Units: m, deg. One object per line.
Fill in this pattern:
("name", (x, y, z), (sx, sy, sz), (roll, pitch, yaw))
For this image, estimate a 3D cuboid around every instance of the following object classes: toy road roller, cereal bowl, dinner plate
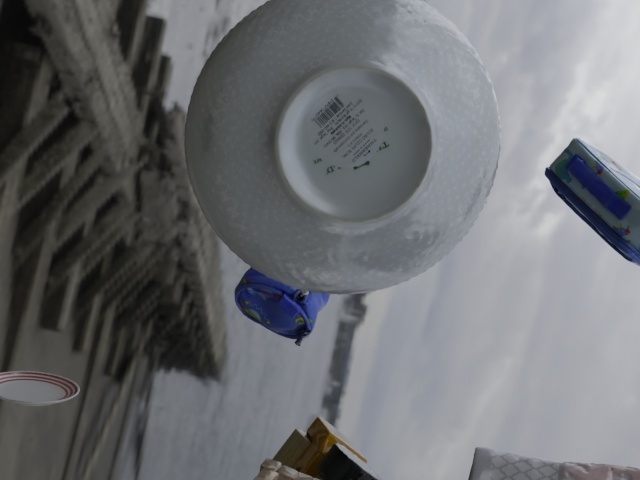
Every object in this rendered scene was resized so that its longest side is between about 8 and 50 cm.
("toy road roller", (0.035, 0.449, 1.847), (0.202, 0.240, 0.329), (-52, -167, -3))
("cereal bowl", (0.028, -0.101, 1.188), (0.141, 0.339, 0.339), (-118, -140, -80))
("dinner plate", (-0.429, 0.221, 1.704), (0.141, 0.141, 0.017), (-70, 169, -79))

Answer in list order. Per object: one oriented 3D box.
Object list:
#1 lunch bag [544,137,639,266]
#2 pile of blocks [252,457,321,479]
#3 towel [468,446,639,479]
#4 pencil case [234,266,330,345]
("lunch bag", (0.424, -0.045, 1.617), (0.090, 0.176, 0.219), (-51, -132, 15))
("pile of blocks", (-0.107, 0.428, 1.425), (0.362, 0.149, 0.112), (-51, 175, 29))
("towel", (0.268, 0.328, 1.069), (0.332, 0.317, 0.053), (-62, 152, -52))
("pencil case", (0.000, 0.000, 1.654), (0.133, 0.119, 0.306), (-15, -145, 54))
